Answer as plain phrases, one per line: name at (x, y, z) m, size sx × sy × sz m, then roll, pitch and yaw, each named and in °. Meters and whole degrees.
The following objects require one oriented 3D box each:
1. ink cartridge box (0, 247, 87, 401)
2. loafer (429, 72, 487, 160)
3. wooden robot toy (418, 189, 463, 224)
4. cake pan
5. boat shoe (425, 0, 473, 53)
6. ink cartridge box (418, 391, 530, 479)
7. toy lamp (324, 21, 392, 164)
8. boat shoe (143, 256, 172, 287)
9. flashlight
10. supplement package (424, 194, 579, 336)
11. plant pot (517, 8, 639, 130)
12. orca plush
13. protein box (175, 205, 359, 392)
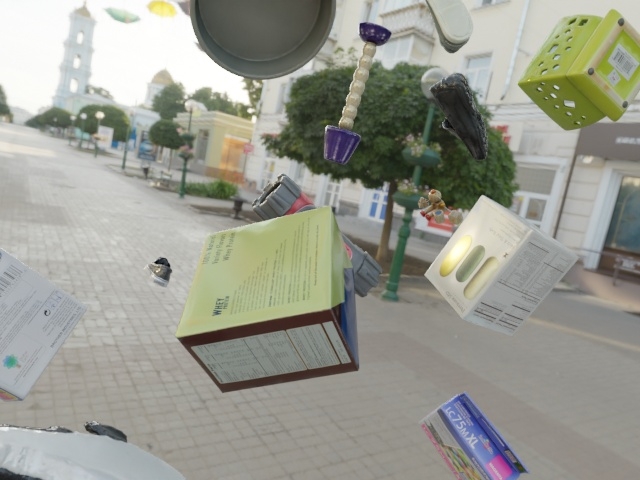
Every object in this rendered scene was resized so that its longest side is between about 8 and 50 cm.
ink cartridge box at (-0.809, 0.161, 1.088) m, size 0.151 × 0.270 × 0.395 m, roll -17°, pitch -52°, yaw 35°
loafer at (0.311, -0.265, 1.026) m, size 0.078 × 0.076 × 0.223 m, roll -11°, pitch -46°, yaw 34°
wooden robot toy at (0.325, -0.104, 1.321) m, size 0.076 × 0.079 × 0.173 m, roll -31°, pitch 36°, yaw -9°
cake pan at (-0.115, -0.467, 0.932) m, size 0.293 × 0.293 × 0.054 m, roll 8°, pitch 46°, yaw -32°
boat shoe at (0.344, -0.687, 1.330) m, size 0.116 × 0.319 × 0.099 m, roll -16°, pitch -10°, yaw 0°
ink cartridge box at (0.317, 0.446, 1.016) m, size 0.186 × 0.065 × 0.311 m, roll 54°, pitch -18°, yaw 23°
toy lamp at (0.068, -0.293, 0.947) m, size 0.080 × 0.275 × 0.080 m, roll 15°, pitch 10°, yaw -3°
boat shoe at (-0.527, 0.092, 1.527) m, size 0.080 × 0.076 × 0.228 m, roll 30°, pitch -5°, yaw -21°
flashlight at (0.000, 0.000, 0.953) m, size 0.304 × 0.103 × 0.103 m, roll 44°, pitch 2°, yaw -19°
supplement package at (0.452, 0.066, 1.188) m, size 0.198 × 0.263 × 0.199 m, roll 21°, pitch 21°, yaw -30°
plant pot at (0.704, -0.442, 1.207) m, size 0.228 × 0.227 × 0.207 m, roll 33°, pitch 2°, yaw -17°
orca plush at (-0.271, 0.269, 0.476) m, size 0.151 × 0.102 × 0.287 m, roll 34°, pitch -6°, yaw 33°
protein box at (-0.062, 0.081, 0.660) m, size 0.201 × 0.136 × 0.200 m, roll -13°, pitch 40°, yaw 12°
